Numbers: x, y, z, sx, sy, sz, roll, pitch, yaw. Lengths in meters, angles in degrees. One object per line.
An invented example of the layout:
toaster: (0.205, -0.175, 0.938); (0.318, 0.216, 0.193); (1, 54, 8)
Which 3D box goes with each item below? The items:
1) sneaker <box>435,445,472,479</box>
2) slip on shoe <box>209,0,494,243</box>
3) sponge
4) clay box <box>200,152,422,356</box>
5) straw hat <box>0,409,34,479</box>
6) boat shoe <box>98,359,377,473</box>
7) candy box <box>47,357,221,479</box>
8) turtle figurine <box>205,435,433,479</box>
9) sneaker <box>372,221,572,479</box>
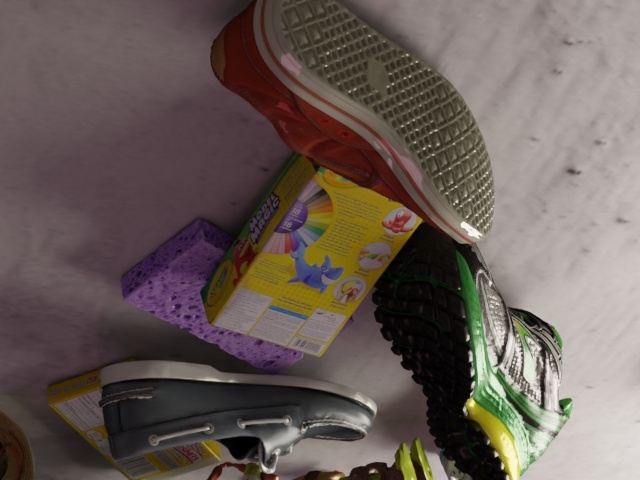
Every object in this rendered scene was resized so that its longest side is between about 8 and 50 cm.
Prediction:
sneaker: (0.170, 0.220, 1.825); (0.071, 0.083, 0.190); (-3, 140, -3)
slip on shoe: (0.038, -0.098, 1.392); (0.101, 0.123, 0.331); (-16, 143, 39)
sponge: (-0.079, 0.059, 1.620); (0.117, 0.031, 0.210); (-35, 135, 29)
clay box: (0.000, 0.000, 1.521); (0.127, 0.053, 0.222); (19, 120, -30)
straw hat: (-0.352, 0.226, 1.750); (0.144, 0.144, 0.061); (-25, -179, 20)
boat shoe: (-0.080, 0.190, 1.694); (0.319, 0.099, 0.116); (12, 157, -34)
candy box: (-0.196, 0.198, 1.775); (0.105, 0.027, 0.206); (-21, 140, 12)
turtle figurine: (0.001, 0.271, 1.796); (0.217, 0.087, 0.269); (-15, 162, 18)
sneaker: (0.159, 0.099, 1.664); (0.146, 0.134, 0.343); (-43, 136, -21)
